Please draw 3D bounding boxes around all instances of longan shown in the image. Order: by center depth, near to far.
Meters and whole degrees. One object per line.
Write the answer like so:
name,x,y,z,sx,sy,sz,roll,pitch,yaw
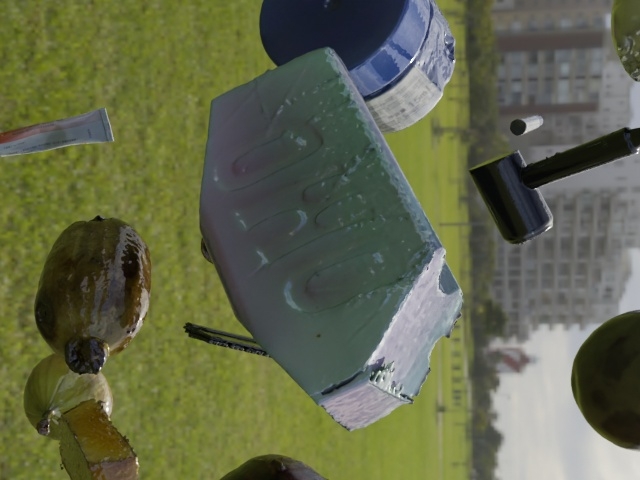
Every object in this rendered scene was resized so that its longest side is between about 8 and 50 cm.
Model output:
longan,0.537,0.225,1.681,0.248,0.248,0.248,-1,90,-81

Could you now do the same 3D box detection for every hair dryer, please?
hair dryer,0.305,-0.079,1.252,0.070,0.248,0.114,-37,102,-47

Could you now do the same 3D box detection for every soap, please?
soap,0.000,0.000,1.287,0.156,0.261,0.446,63,2,-61

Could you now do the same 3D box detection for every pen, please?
pen,0.315,-0.177,1.571,0.204,0.025,0.025,-25,114,-69

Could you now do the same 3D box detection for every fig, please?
fig,-0.420,0.262,1.721,0.160,0.143,0.231,58,-19,0

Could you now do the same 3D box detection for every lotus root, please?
lotus root,-0.288,0.070,1.321,0.260,0.145,0.128,-97,173,-47

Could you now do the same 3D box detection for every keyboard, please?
keyboard,-0.104,0.161,1.560,0.231,0.072,0.023,19,89,-47

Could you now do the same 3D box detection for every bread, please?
bread,-0.287,0.276,1.316,0.187,0.065,0.103,41,-44,50

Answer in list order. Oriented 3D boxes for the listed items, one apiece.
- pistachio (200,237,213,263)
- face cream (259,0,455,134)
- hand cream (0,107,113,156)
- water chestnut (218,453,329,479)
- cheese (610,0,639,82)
pistachio,-0.078,0.006,1.589,0.130,0.210,0.165,125,-35,-70
face cream,0.063,-0.311,1.588,0.225,0.249,0.248,38,50,-59
hand cream,-0.451,-0.171,1.688,0.052,0.216,0.038,86,-8,-58
water chestnut,-0.024,0.485,1.606,0.350,0.302,0.350,24,-60,50
cheese,0.467,-0.265,1.165,0.127,0.266,0.233,52,43,-46
